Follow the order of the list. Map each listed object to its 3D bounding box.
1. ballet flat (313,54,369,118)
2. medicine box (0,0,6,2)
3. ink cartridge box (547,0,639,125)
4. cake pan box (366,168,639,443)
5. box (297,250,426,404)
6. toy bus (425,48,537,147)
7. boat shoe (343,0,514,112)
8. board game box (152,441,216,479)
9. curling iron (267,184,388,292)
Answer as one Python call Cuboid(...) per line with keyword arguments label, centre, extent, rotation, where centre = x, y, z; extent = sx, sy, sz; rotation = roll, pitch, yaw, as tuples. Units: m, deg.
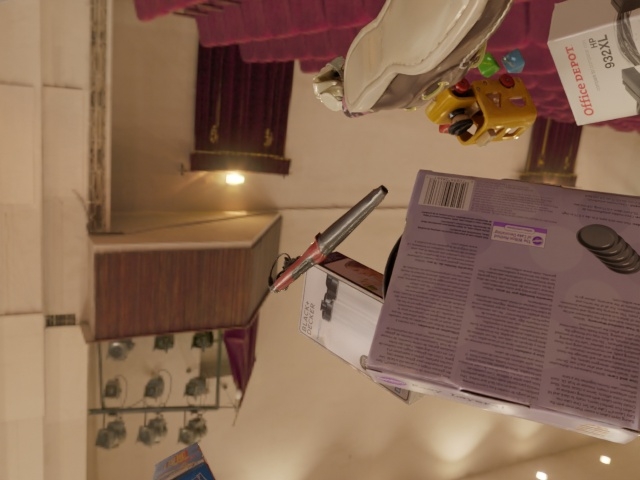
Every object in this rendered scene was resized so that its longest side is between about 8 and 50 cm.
Cuboid(label="ballet flat", centre=(0.032, -0.242, 0.920), extent=(0.079, 0.077, 0.221), rotation=(-20, -151, -3))
Cuboid(label="medicine box", centre=(-0.474, -0.275, 0.534), extent=(0.263, 0.149, 0.289), rotation=(-11, -157, 3))
Cuboid(label="ink cartridge box", centre=(0.614, -0.361, 1.086), extent=(0.307, 0.129, 0.223), rotation=(-5, 139, 38))
Cuboid(label="cake pan box", centre=(0.195, 0.054, 0.610), extent=(0.267, 0.245, 0.070), rotation=(9, 153, 17))
Cuboid(label="box", centre=(0.090, 0.151, 1.077), extent=(0.087, 0.169, 0.290), rotation=(-13, -150, -42))
Cuboid(label="toy bus", centre=(0.272, -0.215, 1.010), extent=(0.202, 0.104, 0.191), rotation=(-26, 161, 19))
Cuboid(label="boat shoe", centre=(0.117, -0.213, 0.627), extent=(0.097, 0.116, 0.324), rotation=(0, 175, -16))
Cuboid(label="board game box", centre=(-0.154, 0.481, 0.897), extent=(0.086, 0.308, 0.302), rotation=(-27, 174, -18))
Cuboid(label="curling iron", centre=(0.000, 0.000, 0.838), extent=(0.035, 0.274, 0.068), rotation=(25, -133, -24))
